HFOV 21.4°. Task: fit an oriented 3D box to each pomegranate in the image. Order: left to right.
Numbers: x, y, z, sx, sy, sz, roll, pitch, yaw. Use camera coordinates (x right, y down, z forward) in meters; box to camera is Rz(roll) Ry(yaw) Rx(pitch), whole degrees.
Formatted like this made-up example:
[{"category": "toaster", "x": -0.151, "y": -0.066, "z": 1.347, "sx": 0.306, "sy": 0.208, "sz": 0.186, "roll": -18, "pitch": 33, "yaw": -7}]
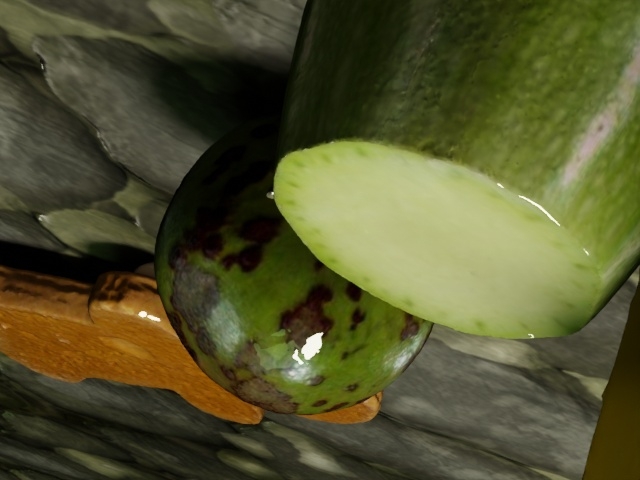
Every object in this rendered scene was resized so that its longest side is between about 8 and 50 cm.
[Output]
[{"category": "pomegranate", "x": 0.003, "y": 0.006, "z": 0.770, "sx": 0.148, "sy": 0.148, "sz": 0.169, "roll": 29, "pitch": 159, "yaw": -22}]

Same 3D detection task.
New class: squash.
[{"category": "squash", "x": 0.061, "y": -0.044, "z": 0.592, "sx": 0.170, "sy": 0.123, "sz": 0.170, "roll": 20, "pitch": 153, "yaw": 11}]

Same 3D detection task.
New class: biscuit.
[{"category": "biscuit", "x": -0.104, "y": 0.067, "z": 1.139, "sx": 0.324, "sy": 0.049, "sz": 0.205, "roll": 8, "pitch": 157, "yaw": 30}]

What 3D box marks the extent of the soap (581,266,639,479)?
[{"category": "soap", "x": 0.232, "y": 0.046, "z": 0.491, "sx": 0.324, "sy": 0.204, "sz": 0.096, "roll": -20, "pitch": 127, "yaw": 43}]
